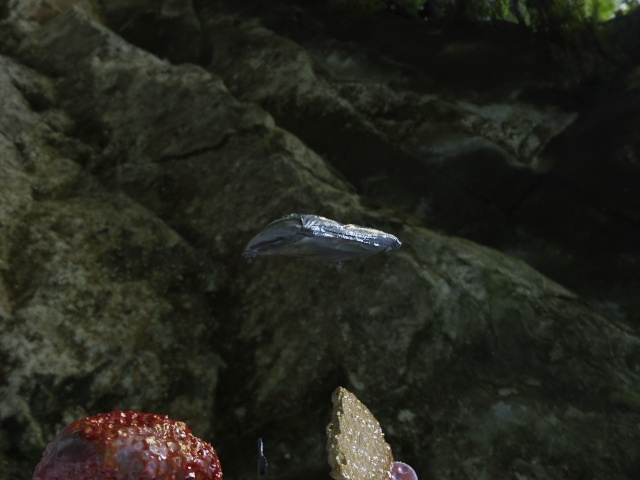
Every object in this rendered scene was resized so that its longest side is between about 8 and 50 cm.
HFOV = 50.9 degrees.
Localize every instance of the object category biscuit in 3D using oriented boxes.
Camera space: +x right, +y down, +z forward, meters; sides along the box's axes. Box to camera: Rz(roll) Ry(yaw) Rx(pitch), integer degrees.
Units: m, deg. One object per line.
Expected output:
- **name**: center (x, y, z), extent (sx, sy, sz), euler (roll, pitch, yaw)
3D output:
- **biscuit**: center (0.070, 0.370, 1.211), extent (0.033, 0.144, 0.224), euler (-47, -161, 23)

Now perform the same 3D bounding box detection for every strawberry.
- **strawberry**: center (-0.350, 0.425, 1.224), extent (0.311, 0.351, 0.267), euler (-20, -132, 10)

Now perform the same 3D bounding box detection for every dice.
- **dice**: center (0.157, 0.538, 1.440), extent (0.094, 0.093, 0.091), euler (1, -150, -9)

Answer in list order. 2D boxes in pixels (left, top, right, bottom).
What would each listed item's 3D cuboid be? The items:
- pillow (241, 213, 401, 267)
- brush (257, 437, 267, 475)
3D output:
- **pillow**: center (0.000, 0.000, 1.141), extent (0.169, 0.255, 0.059), euler (-24, -113, 42)
- **brush**: center (-0.118, 0.429, 1.336), extent (0.024, 0.008, 0.083), euler (-39, -141, 22)
